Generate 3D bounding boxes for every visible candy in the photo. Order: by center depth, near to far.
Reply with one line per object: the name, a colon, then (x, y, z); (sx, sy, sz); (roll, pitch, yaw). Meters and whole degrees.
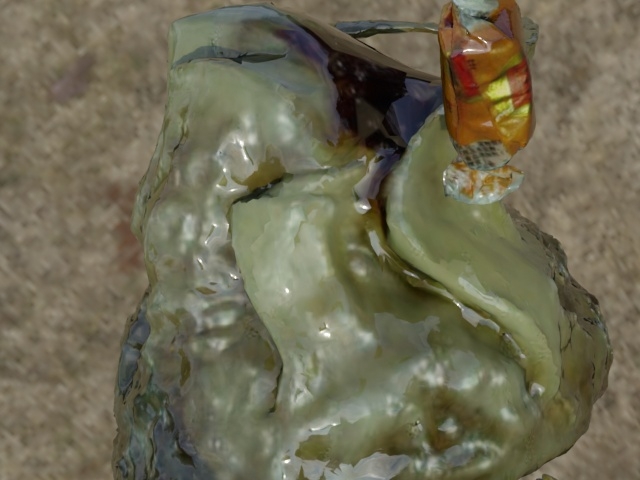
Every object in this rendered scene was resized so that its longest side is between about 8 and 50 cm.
candy: (0.085, -0.088, 0.918); (0.053, 0.182, 0.046); (-10, 37, -1)

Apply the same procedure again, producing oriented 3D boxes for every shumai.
shumai: (0.000, 0.000, 1.222); (0.395, 0.348, 0.395); (-13, 16, 4)

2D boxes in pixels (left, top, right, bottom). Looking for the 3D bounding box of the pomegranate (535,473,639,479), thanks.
pomegranate: (0.262, 0.262, 1.469); (0.205, 0.159, 0.159); (29, 70, -1)
